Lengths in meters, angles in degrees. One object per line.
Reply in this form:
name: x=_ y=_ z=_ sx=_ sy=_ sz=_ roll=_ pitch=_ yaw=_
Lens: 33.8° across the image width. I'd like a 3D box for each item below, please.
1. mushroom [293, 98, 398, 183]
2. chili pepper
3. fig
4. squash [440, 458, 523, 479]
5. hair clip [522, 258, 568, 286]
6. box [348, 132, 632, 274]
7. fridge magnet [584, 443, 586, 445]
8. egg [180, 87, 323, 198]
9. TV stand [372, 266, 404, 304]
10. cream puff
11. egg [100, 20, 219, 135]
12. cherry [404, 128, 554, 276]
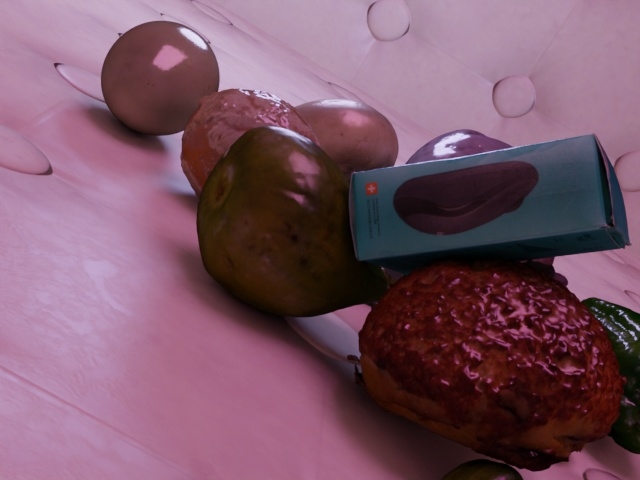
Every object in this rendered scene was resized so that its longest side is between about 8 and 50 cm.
mushroom: x=0.019 y=-0.158 z=1.962 sx=0.246 sy=0.202 sz=0.246 roll=5 pitch=-16 yaw=1
chili pepper: x=0.473 y=0.216 z=1.717 sx=0.168 sy=0.213 sz=0.385 roll=-13 pitch=12 yaw=-3
fig: x=-0.013 y=0.003 z=1.359 sx=0.314 sy=0.233 sz=0.233 roll=34 pitch=15 yaw=-7
squash: x=0.162 y=0.281 z=1.125 sx=0.080 sy=0.071 sz=0.318 roll=17 pitch=6 yaw=21
hair clip: x=0.227 y=0.085 z=1.501 sx=0.110 sy=0.095 sz=0.358 roll=45 pitch=-19 yaw=1
box: x=0.213 y=-0.037 z=1.313 sx=0.312 sy=0.118 sz=0.205 roll=-8 pitch=-8 yaw=21
fridge magnet: x=0.322 y=0.254 z=1.522 sx=0.143 sy=0.063 sz=0.143 roll=31 pitch=16 yaw=-10
egg: x=-0.101 y=-0.124 z=1.619 sx=0.245 sy=0.203 sz=0.203 roll=39 pitch=14 yaw=-15
TV stand: x=0.065 y=0.006 z=1.732 sx=0.083 sy=0.088 sz=0.269 roll=28 pitch=16 yaw=-18
cream puff: x=0.208 y=0.134 z=1.273 sx=0.351 sy=0.228 sz=0.350 roll=21 pitch=4 yaw=-2
egg: x=-0.267 y=-0.266 z=1.744 sx=0.189 sy=0.188 sz=0.253 roll=32 pitch=25 yaw=0
cherry: x=0.256 y=-0.038 z=1.824 sx=0.335 sy=0.291 sz=0.326 roll=10 pitch=67 yaw=-50
